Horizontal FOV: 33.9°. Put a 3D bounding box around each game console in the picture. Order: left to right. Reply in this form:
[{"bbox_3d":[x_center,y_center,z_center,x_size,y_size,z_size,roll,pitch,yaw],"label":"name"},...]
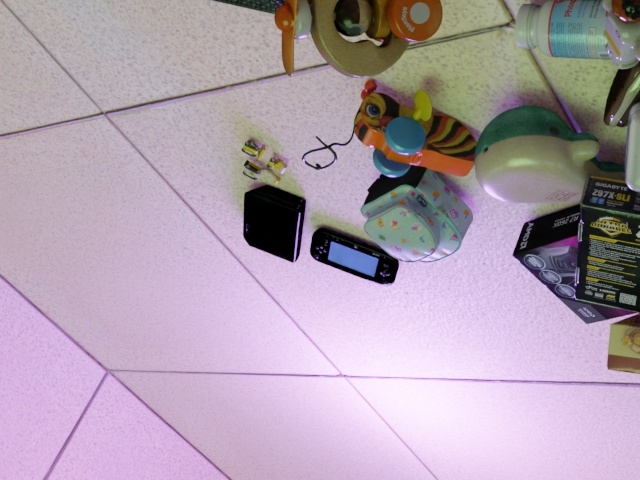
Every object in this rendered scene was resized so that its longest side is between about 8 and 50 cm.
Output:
[{"bbox_3d":[0.000,0.000,2.281,0.361,0.044,0.213,20,148,8],"label":"game console"}]

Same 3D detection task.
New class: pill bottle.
[{"bbox_3d":[0.369,-0.308,1.518,0.160,0.087,0.087,8,144,27],"label":"pill bottle"}]

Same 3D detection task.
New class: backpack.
[{"bbox_3d":[0.188,-0.040,1.995,0.188,0.144,0.166,35,142,-20],"label":"backpack"}]

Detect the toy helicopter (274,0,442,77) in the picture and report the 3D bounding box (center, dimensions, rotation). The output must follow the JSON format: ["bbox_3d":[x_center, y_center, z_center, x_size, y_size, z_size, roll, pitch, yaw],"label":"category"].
[{"bbox_3d":[0.003,-0.399,1.543,0.355,0.235,0.140,60,169,-19],"label":"toy helicopter"}]

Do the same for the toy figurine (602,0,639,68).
[{"bbox_3d":[0.470,-0.311,1.323,0.210,0.213,0.148,21,161,17],"label":"toy figurine"}]

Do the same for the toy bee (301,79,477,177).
[{"bbox_3d":[0.128,-0.205,1.816,0.298,0.162,0.195,15,148,-32],"label":"toy bee"}]

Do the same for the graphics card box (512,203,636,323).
[{"bbox_3d":[0.555,0.020,1.864,0.233,0.094,0.371,40,147,-22],"label":"graphics card box"}]

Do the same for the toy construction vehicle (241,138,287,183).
[{"bbox_3d":[-0.118,-0.161,2.144,0.098,0.035,0.086,25,138,-4],"label":"toy construction vehicle"}]

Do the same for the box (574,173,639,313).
[{"bbox_3d":[0.580,0.028,1.698,0.322,0.079,0.257,11,142,20],"label":"box"}]

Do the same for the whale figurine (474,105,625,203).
[{"bbox_3d":[0.386,-0.139,1.746,0.272,0.141,0.216,10,155,-23],"label":"whale figurine"}]

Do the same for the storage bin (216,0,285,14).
[{"bbox_3d":[-0.115,-0.437,1.642,0.180,0.122,0.084,16,147,16],"label":"storage bin"}]

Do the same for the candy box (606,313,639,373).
[{"bbox_3d":[0.642,0.184,1.876,0.183,0.087,0.316,5,-177,29],"label":"candy box"}]

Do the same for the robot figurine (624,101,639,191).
[{"bbox_3d":[0.606,-0.123,1.449,0.354,0.300,0.199,4,110,14],"label":"robot figurine"}]

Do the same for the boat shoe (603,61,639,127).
[{"bbox_3d":[0.493,-0.246,1.517,0.095,0.095,0.257,18,148,2],"label":"boat shoe"}]
